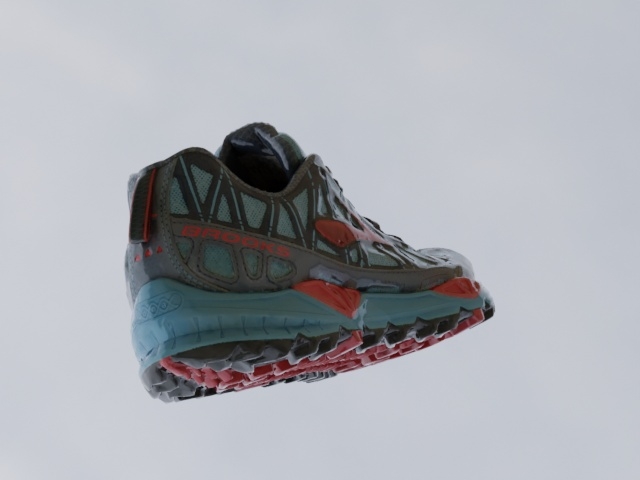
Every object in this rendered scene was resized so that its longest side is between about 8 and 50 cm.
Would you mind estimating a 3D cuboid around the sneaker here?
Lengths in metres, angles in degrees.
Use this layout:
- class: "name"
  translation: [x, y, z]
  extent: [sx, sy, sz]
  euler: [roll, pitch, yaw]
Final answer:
- class: "sneaker"
  translation: [0.000, 0.000, 0.869]
  extent: [0.262, 0.104, 0.125]
  euler: [0, -107, -62]
